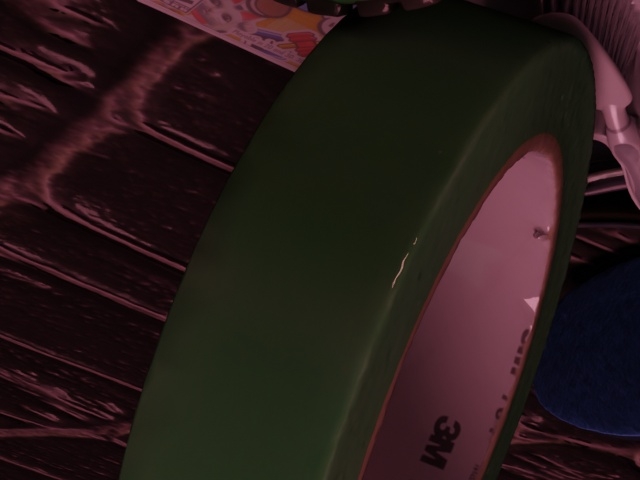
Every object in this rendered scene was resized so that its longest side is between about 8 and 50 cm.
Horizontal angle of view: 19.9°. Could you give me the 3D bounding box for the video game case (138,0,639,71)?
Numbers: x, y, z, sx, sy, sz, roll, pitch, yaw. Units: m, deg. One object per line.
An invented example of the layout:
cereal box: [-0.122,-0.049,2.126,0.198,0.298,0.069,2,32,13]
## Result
video game case: [0.054,-0.121,0.881,0.227,0.026,0.206,23,152,-26]

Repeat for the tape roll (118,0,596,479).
tape roll: [0.024,0.057,0.768,0.077,0.321,0.321,19,161,17]

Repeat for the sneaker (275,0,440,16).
sneaker: [0.079,-0.182,0.638,0.343,0.134,0.146,-17,107,45]

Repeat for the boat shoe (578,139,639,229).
boat shoe: [0.239,-0.029,0.957,0.254,0.079,0.095,9,156,8]

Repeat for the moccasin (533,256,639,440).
moccasin: [0.279,0.071,1.105,0.117,0.138,0.342,17,162,-37]

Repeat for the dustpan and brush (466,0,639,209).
dustpan and brush: [0.134,-0.074,0.852,0.147,0.060,0.211,-6,151,29]
